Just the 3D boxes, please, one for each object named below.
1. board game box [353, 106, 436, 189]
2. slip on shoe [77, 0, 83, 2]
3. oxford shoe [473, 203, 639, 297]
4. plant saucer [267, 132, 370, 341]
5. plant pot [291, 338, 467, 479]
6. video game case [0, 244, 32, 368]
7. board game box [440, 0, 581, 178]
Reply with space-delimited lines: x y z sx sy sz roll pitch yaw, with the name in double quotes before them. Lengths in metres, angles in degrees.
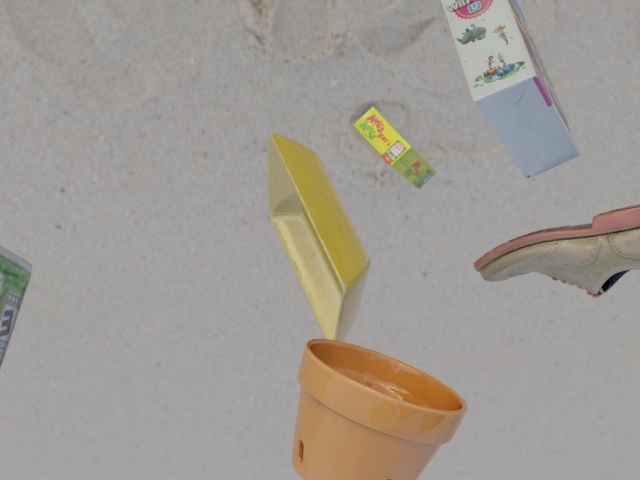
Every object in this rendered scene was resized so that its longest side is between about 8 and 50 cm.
"board game box" 0.121 -0.143 1.488 0.043 0.092 0.181 -44 161 9
"slip on shoe" -0.358 -0.418 1.422 0.041 0.135 0.051 -16 145 12
"oxford shoe" 0.407 0.037 1.536 0.348 0.130 0.123 -18 176 42
"plant saucer" 0.000 0.000 1.746 0.081 0.333 0.333 -21 158 -11
"plant pot" 0.076 0.315 1.593 0.290 0.291 0.203 19 97 -18
"video game case" -0.184 0.074 0.353 0.023 0.193 0.212 13 167 8
"board game box" 0.274 -0.278 1.416 0.097 0.303 0.224 -25 144 18
